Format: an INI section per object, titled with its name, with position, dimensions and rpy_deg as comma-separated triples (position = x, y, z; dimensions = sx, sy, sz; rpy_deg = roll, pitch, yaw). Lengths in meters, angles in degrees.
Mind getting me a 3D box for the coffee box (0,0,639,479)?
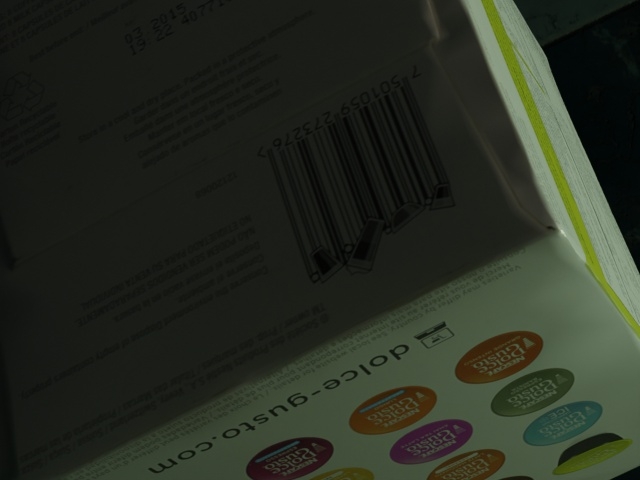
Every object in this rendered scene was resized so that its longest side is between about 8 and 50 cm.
[coffee box]
position = 0.000, 0.000, 1.053
dimensions = 0.334, 0.338, 0.338
rpy_deg = 44, 23, -55
